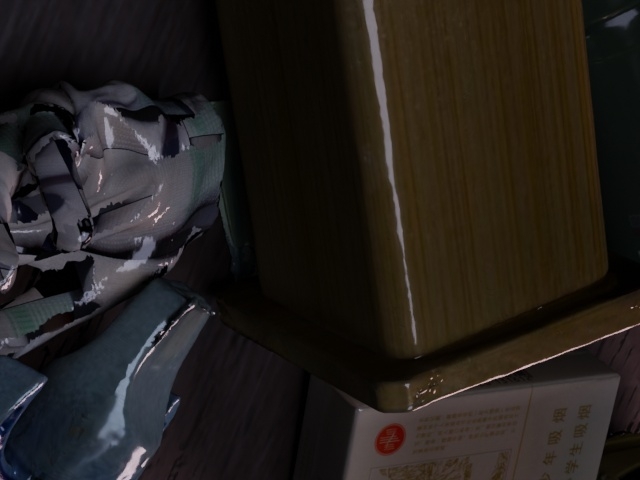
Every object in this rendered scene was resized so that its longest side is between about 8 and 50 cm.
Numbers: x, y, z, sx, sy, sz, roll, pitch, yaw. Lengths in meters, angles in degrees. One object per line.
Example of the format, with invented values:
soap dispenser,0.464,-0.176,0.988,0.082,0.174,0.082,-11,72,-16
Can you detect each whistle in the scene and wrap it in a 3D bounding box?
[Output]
whistle,-0.153,0.127,1.045,0.269,0.093,0.180,-52,158,5

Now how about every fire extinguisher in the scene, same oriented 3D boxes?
fire extinguisher,0.205,-0.047,1.203,0.095,0.114,0.311,-71,146,-50

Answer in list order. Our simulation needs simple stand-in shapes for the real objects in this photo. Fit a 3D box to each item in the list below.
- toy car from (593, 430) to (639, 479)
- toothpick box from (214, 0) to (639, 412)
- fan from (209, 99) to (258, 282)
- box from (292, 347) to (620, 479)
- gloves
toy car,0.211,0.262,1.323,0.101,0.124,0.257,-6,111,-29
toothpick box,0.044,-0.097,1.035,0.190,0.187,0.308,-19,114,-26
fan,0.000,0.000,1.156,0.131,0.009,0.240,-39,125,-15
box,0.082,0.140,1.228,0.201,0.058,0.141,-6,117,-31
gloves,-0.148,-0.010,0.997,0.212,0.111,0.127,-16,158,-35
